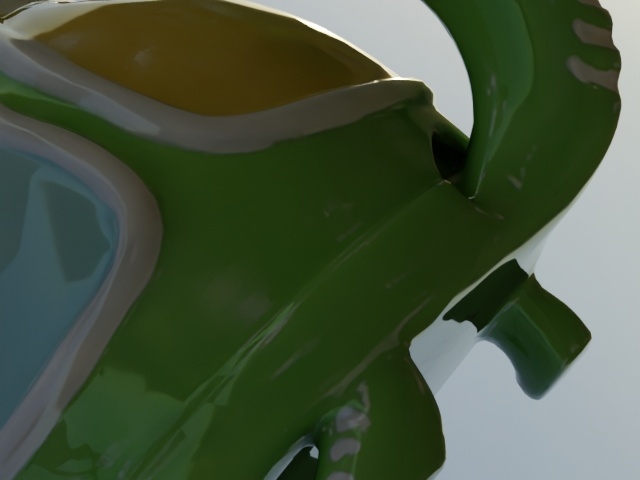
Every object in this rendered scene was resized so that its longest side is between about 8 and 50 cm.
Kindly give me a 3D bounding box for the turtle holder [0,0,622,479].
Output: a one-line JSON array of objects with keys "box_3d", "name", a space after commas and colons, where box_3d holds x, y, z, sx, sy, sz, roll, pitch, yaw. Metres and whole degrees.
[{"box_3d": [-0.046, 0.012, 0.573, 0.227, 0.320, 0.243, 43, -134, 12], "name": "turtle holder"}]
